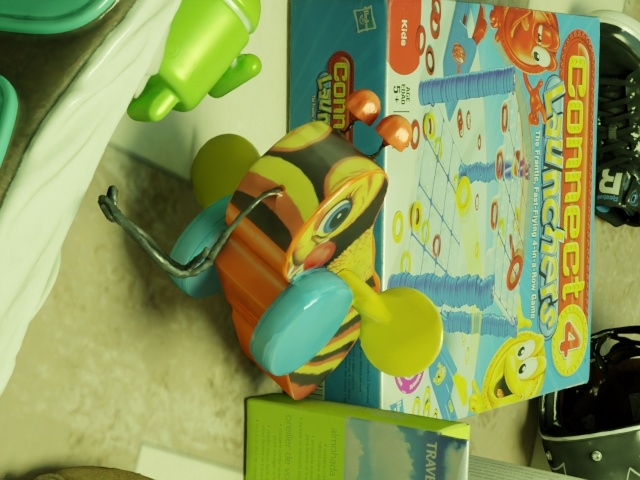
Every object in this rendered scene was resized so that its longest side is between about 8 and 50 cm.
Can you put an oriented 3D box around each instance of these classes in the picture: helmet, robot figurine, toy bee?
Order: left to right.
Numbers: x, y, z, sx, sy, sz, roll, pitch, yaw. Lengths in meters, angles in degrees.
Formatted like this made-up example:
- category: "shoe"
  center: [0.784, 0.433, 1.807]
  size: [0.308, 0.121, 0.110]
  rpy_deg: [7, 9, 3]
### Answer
- category: "robot figurine"
  center: [-0.081, -0.124, 0.896]
  size: [0.101, 0.067, 0.115]
  rpy_deg: [41, 76, -22]
- category: "toy bee"
  center: [0.000, 0.000, 0.894]
  size: [0.195, 0.298, 0.162]
  rpy_deg: [45, 84, 1]
- category: "helmet"
  center: [0.271, 0.163, 1.324]
  size: [0.169, 0.169, 0.161]
  rpy_deg: [37, 48, -48]

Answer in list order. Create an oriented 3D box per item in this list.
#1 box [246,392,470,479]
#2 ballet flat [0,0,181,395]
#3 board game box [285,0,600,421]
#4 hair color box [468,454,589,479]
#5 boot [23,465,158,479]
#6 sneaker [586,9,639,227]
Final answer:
- category: "box"
  center: [0.029, 0.165, 0.992]
  size: [0.042, 0.178, 0.109]
  rpy_deg: [-6, 99, -52]
- category: "ballet flat"
  center: [-0.152, -0.077, 0.788]
  size: [0.139, 0.139, 0.400]
  rpy_deg: [46, 57, -45]
- category: "board game box"
  center: [0.100, -0.025, 1.140]
  size: [0.302, 0.086, 0.308]
  rpy_deg: [-7, 99, -52]
- category: "hair color box"
  center: [0.047, 0.269, 1.032]
  size: [0.347, 0.174, 0.105]
  rpy_deg: [-27, 116, -48]
- category: "boot"
  center: [-0.166, 0.177, 0.829]
  size: [0.305, 0.112, 0.115]
  rpy_deg: [24, 34, -40]
- category: "sneaker"
  center: [0.274, -0.094, 1.365]
  size: [0.217, 0.079, 0.121]
  rpy_deg: [57, 50, -41]
